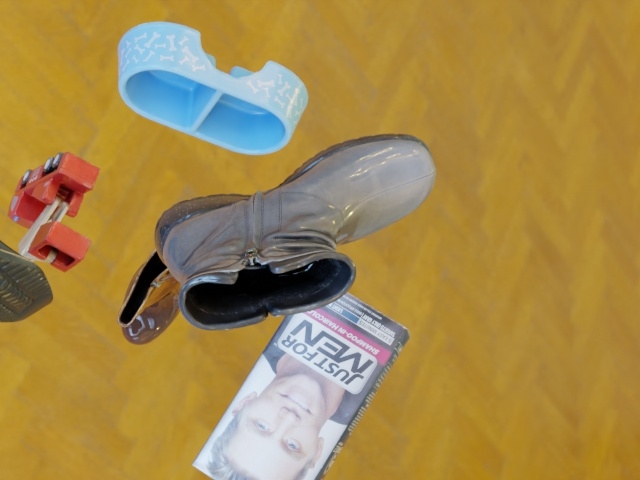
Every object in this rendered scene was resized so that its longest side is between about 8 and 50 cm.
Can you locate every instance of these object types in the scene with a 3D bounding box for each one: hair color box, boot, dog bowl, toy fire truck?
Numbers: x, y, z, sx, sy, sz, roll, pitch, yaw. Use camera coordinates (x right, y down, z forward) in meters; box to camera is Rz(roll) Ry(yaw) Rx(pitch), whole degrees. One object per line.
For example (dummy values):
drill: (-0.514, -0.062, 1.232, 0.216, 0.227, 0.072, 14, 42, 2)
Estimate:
hair color box: (-0.025, 0.242, 1.975, 0.347, 0.174, 0.105, -58, 169, -5)
boot: (-0.245, 0.084, 1.930, 0.096, 0.264, 0.280, 39, 15, -5)
dog bowl: (-0.164, -0.217, 1.923, 0.297, 0.166, 0.074, 20, 57, -18)
boot: (0.000, 0.000, 1.368, 0.338, 0.223, 0.118, -23, 114, -10)
toy fire truck: (-0.297, -0.025, 1.412, 0.047, 0.192, 0.135, 31, 64, -27)
boot: (-0.337, -0.009, 1.236, 0.077, 0.137, 0.198, -34, 152, 1)
